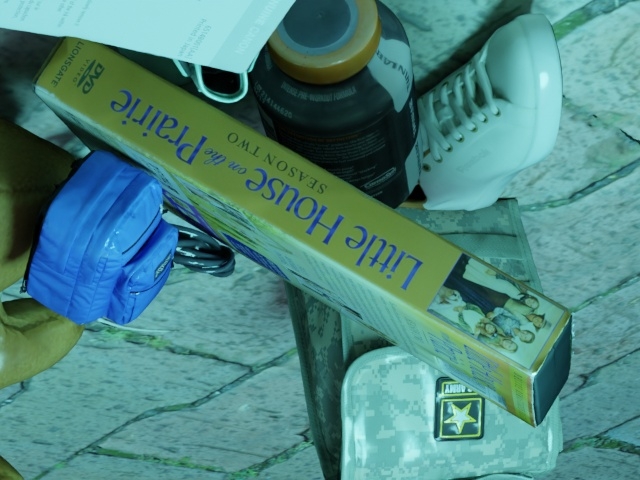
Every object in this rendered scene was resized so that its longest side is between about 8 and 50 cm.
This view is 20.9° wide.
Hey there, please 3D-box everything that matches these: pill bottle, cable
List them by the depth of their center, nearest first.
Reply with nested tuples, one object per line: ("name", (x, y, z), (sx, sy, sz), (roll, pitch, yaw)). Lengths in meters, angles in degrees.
("pill bottle", (0.013, -0.118, 1.405), (0.130, 0.130, 0.245), (-13, 155, 1))
("cable", (-0.145, -0.006, 1.499), (0.047, 0.184, 0.150), (-59, 147, -6))

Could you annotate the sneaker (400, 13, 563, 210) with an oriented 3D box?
("sneaker", (0.124, -0.096, 1.529), (0.123, 0.106, 0.290), (-7, 156, -16))

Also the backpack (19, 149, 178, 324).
("backpack", (-0.159, -0.005, 1.308), (0.101, 0.098, 0.120), (24, 140, 6))

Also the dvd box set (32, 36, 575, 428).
("dvd box set", (0.000, 0.000, 1.346), (0.062, 0.420, 0.307), (-58, 166, -6))

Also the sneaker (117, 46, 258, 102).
("sneaker", (-0.101, -0.145, 1.273), (0.094, 0.151, 0.256), (-9, 156, -12))

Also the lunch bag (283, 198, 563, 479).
("lunch bag", (0.105, 0.115, 1.750), (0.235, 0.287, 0.169), (-2, 153, -19))

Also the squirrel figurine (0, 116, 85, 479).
("squirrel figurine", (-0.376, 0.041, 1.409), (0.397, 0.281, 0.370), (2, 145, -33))

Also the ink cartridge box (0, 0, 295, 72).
("ink cartridge box", (-0.110, -0.223, 1.017), (0.261, 0.066, 0.296), (8, 148, -25))
